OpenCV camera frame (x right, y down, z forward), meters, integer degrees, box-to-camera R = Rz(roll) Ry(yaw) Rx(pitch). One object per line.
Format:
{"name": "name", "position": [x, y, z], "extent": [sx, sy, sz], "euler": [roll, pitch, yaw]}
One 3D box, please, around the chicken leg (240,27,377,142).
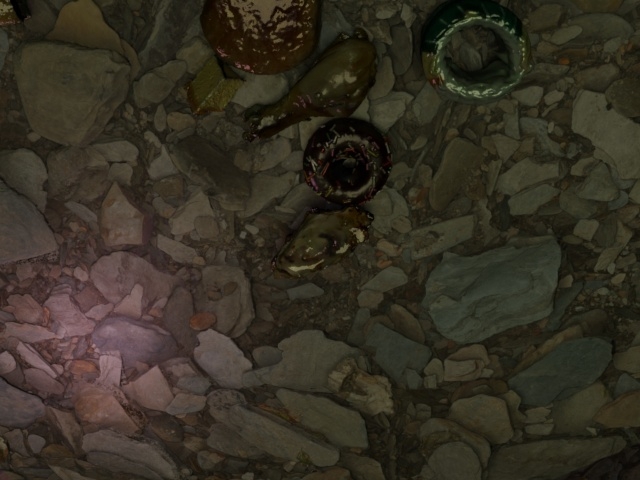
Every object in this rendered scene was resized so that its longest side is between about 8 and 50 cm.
{"name": "chicken leg", "position": [-0.032, -0.388, 1.747], "extent": [0.429, 0.152, 0.201], "euler": [-25, 103, 21]}

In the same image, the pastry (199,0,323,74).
{"name": "pastry", "position": [-0.139, -0.562, 1.644], "extent": [0.330, 0.136, 0.329], "euler": [0, 120, -1]}

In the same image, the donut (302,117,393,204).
{"name": "donut", "position": [0.077, -0.215, 1.848], "extent": [0.270, 0.103, 0.269], "euler": [0, 116, -1]}

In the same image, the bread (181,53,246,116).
{"name": "bread", "position": [-0.282, -0.392, 1.732], "extent": [0.127, 0.152, 0.147], "euler": [35, 113, -28]}

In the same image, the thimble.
{"name": "thimble", "position": [0.396, -0.483, 1.669], "extent": [0.288, 0.167, 0.254], "euler": [13, 118, -5]}

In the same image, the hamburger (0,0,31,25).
{"name": "hamburger", "position": [-0.840, -0.647, 1.581], "extent": [0.192, 0.167, 0.288], "euler": [-15, 117, 6]}

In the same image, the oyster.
{"name": "oyster", "position": [-0.004, 0.008, 1.954], "extent": [0.221, 0.096, 0.361], "euler": [22, 129, -23]}
